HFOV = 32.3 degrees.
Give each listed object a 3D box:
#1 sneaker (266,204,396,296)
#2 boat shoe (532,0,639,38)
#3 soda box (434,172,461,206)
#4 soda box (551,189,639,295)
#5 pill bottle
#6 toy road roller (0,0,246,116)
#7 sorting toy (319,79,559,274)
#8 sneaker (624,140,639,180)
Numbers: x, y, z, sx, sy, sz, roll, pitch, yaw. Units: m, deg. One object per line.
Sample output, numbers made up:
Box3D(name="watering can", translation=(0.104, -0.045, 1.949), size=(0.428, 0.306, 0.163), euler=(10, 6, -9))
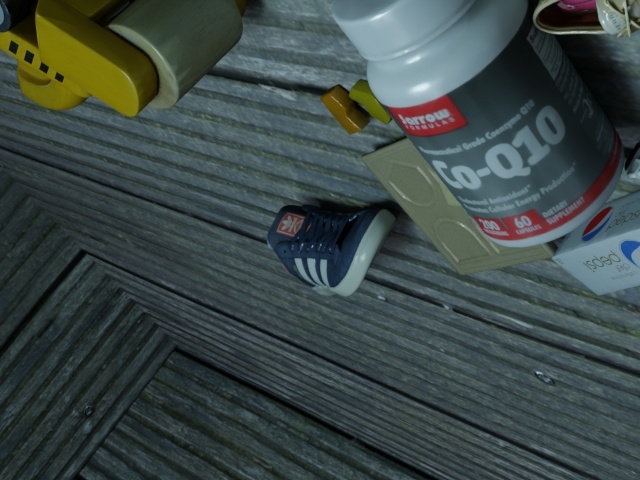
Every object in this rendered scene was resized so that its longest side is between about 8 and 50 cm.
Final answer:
Box3D(name="sneaker", translation=(0.000, 0.000, 1.664), size=(0.148, 0.131, 0.350), euler=(34, 163, -6))
Box3D(name="boat shoe", translation=(0.239, -0.187, 0.878), size=(0.063, 0.059, 0.170), euler=(47, 160, -28))
Box3D(name="soda box", translation=(0.144, -0.119, 1.175), size=(0.061, 0.058, 0.181), euler=(11, 141, 43))
Box3D(name="soda box", translation=(0.332, -0.002, 1.147), size=(0.074, 0.069, 0.216), euler=(39, 163, -7))
Box3D(name="pill bottle", translation=(0.144, -0.140, 1.006), size=(0.283, 0.161, 0.161), euler=(47, 159, -30))
Box3D(name="toy road roller", translation=(-0.265, -0.253, 1.352), size=(0.329, 0.202, 0.241), euler=(32, 149, 15))
Box3D(name="sorting toy", translation=(0.142, -0.085, 1.356), size=(0.307, 0.041, 0.229), euler=(49, 157, -14))
Box3D(name="sneaker", translation=(0.351, -0.075, 0.959), size=(0.083, 0.071, 0.190), euler=(30, 169, -11))
